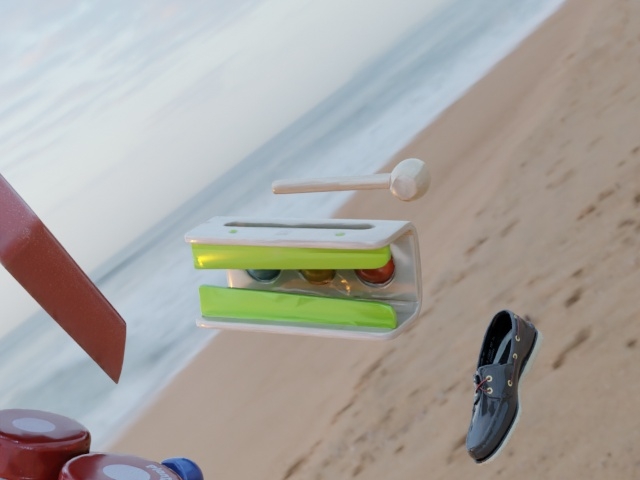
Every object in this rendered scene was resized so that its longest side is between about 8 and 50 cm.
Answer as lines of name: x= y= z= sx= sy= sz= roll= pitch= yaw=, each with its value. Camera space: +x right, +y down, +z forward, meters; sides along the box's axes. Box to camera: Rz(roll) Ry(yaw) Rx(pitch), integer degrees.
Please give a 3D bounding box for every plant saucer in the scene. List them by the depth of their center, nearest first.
plant saucer: x=-0.277 y=-0.016 z=1.023 sx=0.048 sy=0.259 sz=0.258 roll=-41 pitch=-29 yaw=-11

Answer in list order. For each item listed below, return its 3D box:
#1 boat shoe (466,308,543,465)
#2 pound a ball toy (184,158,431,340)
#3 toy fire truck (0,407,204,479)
boat shoe: x=0.138 y=0.116 z=0.918 sx=0.049 sy=0.042 sz=0.133 roll=-26 pitch=34 yaw=52
pound a ball toy: x=0.000 y=0.000 z=1.404 sx=0.319 sy=0.208 sz=0.136 roll=1 pitch=16 yaw=26
toy fire truck: x=-0.165 y=0.252 z=1.009 sx=0.302 sy=0.169 sz=0.254 roll=17 pitch=8 yaw=41
